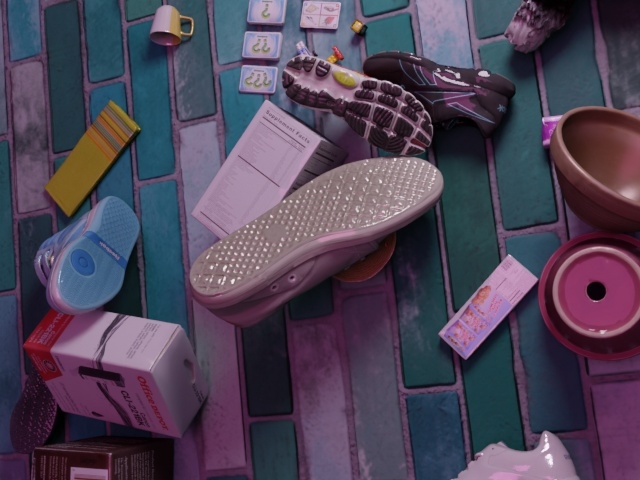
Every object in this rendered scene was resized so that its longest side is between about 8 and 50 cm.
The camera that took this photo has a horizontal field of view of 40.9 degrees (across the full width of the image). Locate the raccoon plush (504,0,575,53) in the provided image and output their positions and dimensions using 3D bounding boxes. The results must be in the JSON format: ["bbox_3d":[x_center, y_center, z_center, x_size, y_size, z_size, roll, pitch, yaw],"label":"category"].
[{"bbox_3d":[0.531,-0.441,1.327,0.299,0.216,0.446,33,126,8],"label":"raccoon plush"}]

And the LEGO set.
[{"bbox_3d":[-0.039,-0.356,1.569,0.244,0.060,0.183,9,91,22],"label":"LEGO set"}]

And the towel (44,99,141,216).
[{"bbox_3d":[-0.463,-0.165,1.738,0.237,0.021,0.102,-50,64,11],"label":"towel"}]

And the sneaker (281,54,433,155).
[{"bbox_3d":[0.071,-0.241,1.454,0.279,0.118,0.107,30,108,5],"label":"sneaker"}]

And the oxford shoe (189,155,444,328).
[{"bbox_3d":[0.000,0.000,1.412,0.449,0.130,0.169,-29,45,-7],"label":"oxford shoe"}]

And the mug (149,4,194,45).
[{"bbox_3d":[-0.295,-0.422,1.684,0.062,0.078,0.064,-16,67,52],"label":"mug"}]

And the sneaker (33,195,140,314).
[{"bbox_3d":[-0.465,0.064,1.594,0.208,0.319,0.127,-31,111,24],"label":"sneaker"}]

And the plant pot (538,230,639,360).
[{"bbox_3d":[0.420,0.081,1.272,0.201,0.180,0.201,-2,84,21],"label":"plant pot"}]

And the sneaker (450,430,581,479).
[{"bbox_3d":[0.266,0.395,1.356,0.297,0.111,0.129,-22,61,14],"label":"sneaker"}]

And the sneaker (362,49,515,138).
[{"bbox_3d":[0.187,-0.249,1.444,0.267,0.101,0.106,18,93,23],"label":"sneaker"}]

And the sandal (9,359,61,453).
[{"bbox_3d":[-0.544,0.299,1.708,0.097,0.054,0.255,9,78,15],"label":"sandal"}]

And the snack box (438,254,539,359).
[{"bbox_3d":[0.276,0.110,1.411,0.064,0.022,0.178,43,100,19],"label":"snack box"}]

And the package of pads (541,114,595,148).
[{"bbox_3d":[0.400,-0.178,1.387,0.083,0.032,0.050,-4,80,21],"label":"package of pads"}]

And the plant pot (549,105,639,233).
[{"bbox_3d":[0.445,-0.087,1.289,0.237,0.237,0.110,39,136,21],"label":"plant pot"}]

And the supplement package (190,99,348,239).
[{"bbox_3d":[-0.088,-0.100,1.517,0.139,0.134,0.244,38,99,21],"label":"supplement package"}]

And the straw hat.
[{"bbox_3d":[0.066,0.007,1.485,0.144,0.061,0.145,-2,81,13],"label":"straw hat"}]

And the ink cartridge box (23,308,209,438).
[{"bbox_3d":[-0.363,0.234,1.550,0.272,0.197,0.114,6,44,22],"label":"ink cartridge box"}]

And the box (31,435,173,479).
[{"bbox_3d":[-0.388,0.447,1.541,0.167,0.203,0.169,-3,83,22],"label":"box"}]
